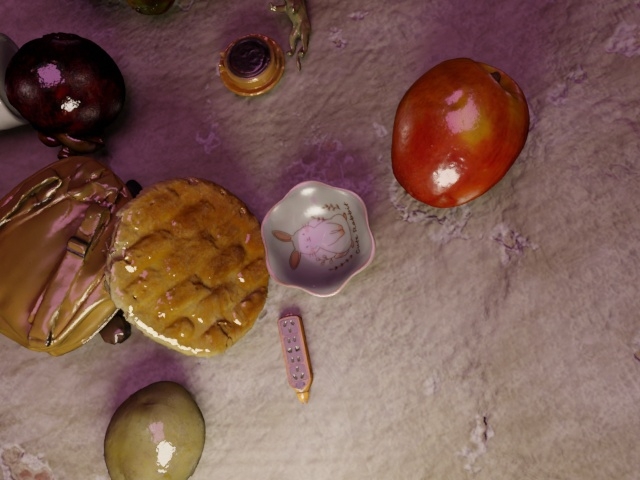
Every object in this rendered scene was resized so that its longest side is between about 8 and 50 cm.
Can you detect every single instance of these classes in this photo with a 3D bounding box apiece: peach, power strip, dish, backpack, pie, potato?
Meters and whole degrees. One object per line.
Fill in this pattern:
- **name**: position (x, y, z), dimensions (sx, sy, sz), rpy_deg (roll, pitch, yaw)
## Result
- **peach**: position (0.245, -0.196, 1.184), dimensions (0.238, 0.281, 0.281), rpy_deg (13, 77, -35)
- **power strip**: position (-0.047, 0.227, 1.238), dimensions (0.049, 0.028, 0.178), rpy_deg (-13, 78, 3)
- **dish**: position (0.000, 0.000, 1.252), dimensions (0.229, 0.081, 0.229), rpy_deg (-2, 81, 10)
- **backpack**: position (-0.488, 0.031, 1.241), dimensions (0.378, 0.201, 0.353), rpy_deg (-44, 76, -1)
- **pie**: position (-0.237, 0.045, 1.191), dimensions (0.339, 0.083, 0.339), rpy_deg (6, 79, -33)
- **potato**: position (-0.305, 0.374, 1.179), dimensions (0.178, 0.160, 0.235), rpy_deg (17, 96, 48)

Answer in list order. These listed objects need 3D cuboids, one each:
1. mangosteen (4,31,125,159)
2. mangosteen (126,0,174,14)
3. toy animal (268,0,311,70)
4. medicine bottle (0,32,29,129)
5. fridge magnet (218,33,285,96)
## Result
- **mangosteen**: position (-0.516, -0.285, 1.310), dimensions (0.228, 0.228, 0.265), rpy_deg (7, 113, 8)
- **mangosteen**: position (-0.432, -0.685, 1.309), dimensions (0.421, 0.381, 0.381), rpy_deg (25, 81, -29)
- **toy animal**: position (-0.057, -0.463, 1.350), dimensions (0.069, 0.086, 0.220), rpy_deg (-10, 81, 45)
- **medicine bottle**: position (-0.811, -0.297, 1.337), dimensions (0.371, 0.211, 0.211), rpy_deg (-12, 78, 5)
- **fridge magnet**: position (-0.145, -0.371, 1.348), dimensions (0.143, 0.063, 0.143), rpy_deg (-2, 76, 9)
